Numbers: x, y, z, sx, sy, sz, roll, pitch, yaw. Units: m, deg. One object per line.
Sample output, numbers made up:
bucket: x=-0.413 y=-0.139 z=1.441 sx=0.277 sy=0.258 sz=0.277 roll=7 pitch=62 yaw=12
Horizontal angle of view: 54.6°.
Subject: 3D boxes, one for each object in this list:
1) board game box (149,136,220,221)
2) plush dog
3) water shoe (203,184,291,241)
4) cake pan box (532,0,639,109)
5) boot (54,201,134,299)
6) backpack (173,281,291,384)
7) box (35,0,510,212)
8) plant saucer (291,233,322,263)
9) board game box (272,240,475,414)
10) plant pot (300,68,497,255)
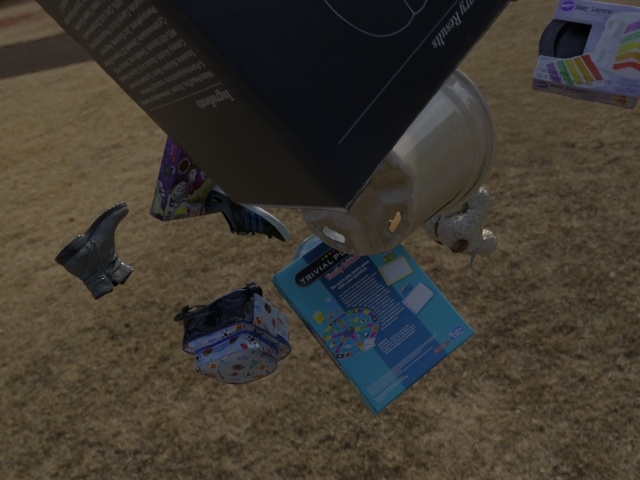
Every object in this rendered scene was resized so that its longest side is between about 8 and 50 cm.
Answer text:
board game box: x=-0.212 y=-0.160 z=1.361 sx=0.056 sy=0.208 sz=0.346 roll=24 pitch=21 yaw=26
plush dog: x=0.413 y=-0.045 z=1.981 sx=0.210 sy=0.263 sz=0.225 roll=-36 pitch=37 yaw=-25
water shoe: x=-0.160 y=-0.041 z=1.345 sx=0.080 sy=0.203 sz=0.073 roll=-58 pitch=16 yaw=-9
cake pan box: x=0.688 y=-0.476 z=1.559 sx=0.266 sy=0.070 sz=0.246 roll=19 pitch=79 yaw=22
boot: x=-0.534 y=0.028 z=1.574 sx=0.083 sy=0.161 sz=0.246 roll=-31 pitch=18 yaw=49
backpack: x=-0.204 y=0.259 z=1.644 sx=0.276 sy=0.263 sz=0.213 roll=-20 pitch=61 yaw=28
box: x=-0.065 y=-0.263 z=0.493 sx=0.294 sy=0.395 sz=0.212 roll=-51 pitch=26 yaw=-18
plant saucer: x=0.000 y=0.000 z=1.640 sx=0.194 sy=0.038 sz=0.195 roll=-27 pitch=8 yaw=4
board game box: x=0.103 y=0.137 z=1.260 sx=0.253 sy=0.079 sz=0.336 roll=-36 pitch=78 yaw=-12
plant pot: x=0.114 y=-0.134 z=1.111 sx=0.333 sy=0.334 sz=0.305 roll=2 pitch=28 yaw=29
